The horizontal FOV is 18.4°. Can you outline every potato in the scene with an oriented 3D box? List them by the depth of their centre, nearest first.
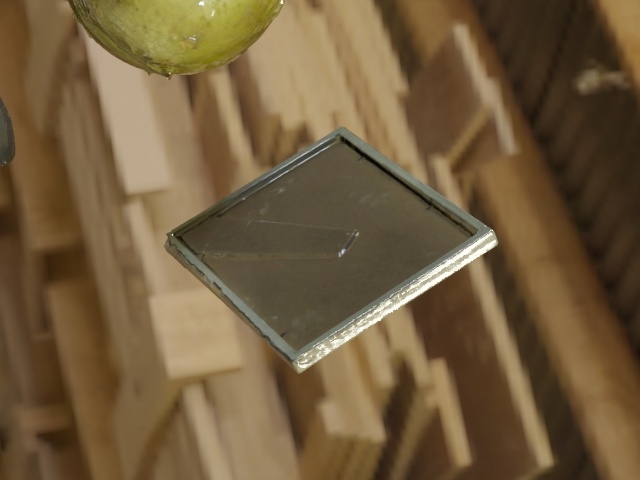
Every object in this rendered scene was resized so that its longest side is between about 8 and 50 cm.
[{"bbox_3d":[-0.135,-0.272,1.891,0.270,0.219,0.359,-50,-169,19],"label":"potato"}]

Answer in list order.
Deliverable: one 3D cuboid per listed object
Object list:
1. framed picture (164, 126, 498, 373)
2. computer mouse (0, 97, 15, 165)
[{"bbox_3d":[0.000,0.000,1.925,0.315,0.232,0.024,41,-21,55],"label":"framed picture"},{"bbox_3d":[-0.480,-0.185,2.586,0.217,0.122,0.073,40,-58,3],"label":"computer mouse"}]
